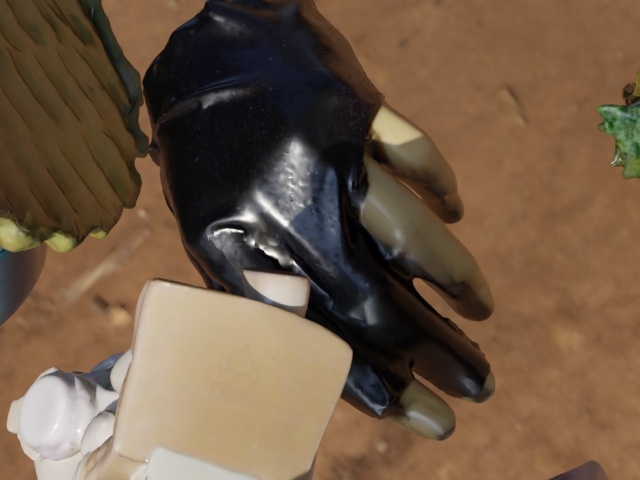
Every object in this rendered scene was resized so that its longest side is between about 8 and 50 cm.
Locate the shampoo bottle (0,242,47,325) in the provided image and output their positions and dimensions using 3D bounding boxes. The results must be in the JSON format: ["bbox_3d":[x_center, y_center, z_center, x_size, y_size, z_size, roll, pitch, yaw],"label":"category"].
[{"bbox_3d":[-0.330,-0.136,1.141,0.331,0.342,0.331,3,32,-2],"label":"shampoo bottle"}]

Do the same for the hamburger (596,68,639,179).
[{"bbox_3d":[0.284,-0.081,0.972,0.309,0.211,0.132,-29,79,-12],"label":"hamburger"}]

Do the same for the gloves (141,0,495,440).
[{"bbox_3d":[-0.007,-0.003,1.169,0.197,0.301,0.152,-47,-13,26],"label":"gloves"}]

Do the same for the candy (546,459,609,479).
[{"bbox_3d":[-0.015,0.193,0.723,0.306,0.100,0.157,-25,0,9],"label":"candy"}]

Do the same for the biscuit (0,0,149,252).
[{"bbox_3d":[-0.143,-0.085,0.840,0.036,0.187,0.273,-31,27,22],"label":"biscuit"}]

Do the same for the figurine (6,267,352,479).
[{"bbox_3d":[-0.075,0.096,0.972,0.237,0.163,0.141,135,148,-68],"label":"figurine"}]
